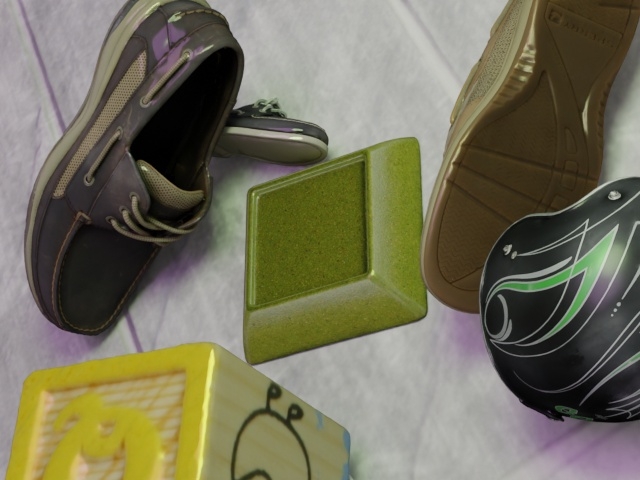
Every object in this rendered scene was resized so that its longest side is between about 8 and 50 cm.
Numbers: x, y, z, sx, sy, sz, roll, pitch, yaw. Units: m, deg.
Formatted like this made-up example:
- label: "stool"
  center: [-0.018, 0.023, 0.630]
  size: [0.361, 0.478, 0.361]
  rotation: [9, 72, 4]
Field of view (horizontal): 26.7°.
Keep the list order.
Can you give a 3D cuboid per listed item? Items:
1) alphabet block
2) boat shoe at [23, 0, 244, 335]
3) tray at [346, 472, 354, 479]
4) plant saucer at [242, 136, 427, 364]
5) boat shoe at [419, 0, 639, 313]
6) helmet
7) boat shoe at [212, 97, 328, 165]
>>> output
- label: "alphabet block"
  center: [-0.109, 0.208, 1.032]
  size: [0.193, 0.197, 0.192]
  rotation: [-14, 58, 29]
- label: "boat shoe"
  center: [-0.175, -0.059, 1.266]
  size: [0.130, 0.132, 0.355]
  rotation: [38, 114, 45]
- label: "tray"
  center: [-0.077, 0.275, 1.124]
  size: [0.270, 0.030, 0.145]
  rotation: [-45, 47, 5]
- label: "plant saucer"
  center: [0.000, 0.000, 1.218]
  size: [0.188, 0.045, 0.188]
  rotation: [-17, 55, 27]
- label: "boat shoe"
  center: [0.168, -0.091, 1.120]
  size: [0.341, 0.121, 0.110]
  rotation: [-64, 12, -15]
- label: "helmet"
  center: [0.212, 0.044, 0.964]
  size: [0.161, 0.169, 0.169]
  rotation: [-21, 53, 45]
- label: "boat shoe"
  center: [-0.069, -0.117, 1.315]
  size: [0.206, 0.075, 0.065]
  rotation: [8, 73, 43]
